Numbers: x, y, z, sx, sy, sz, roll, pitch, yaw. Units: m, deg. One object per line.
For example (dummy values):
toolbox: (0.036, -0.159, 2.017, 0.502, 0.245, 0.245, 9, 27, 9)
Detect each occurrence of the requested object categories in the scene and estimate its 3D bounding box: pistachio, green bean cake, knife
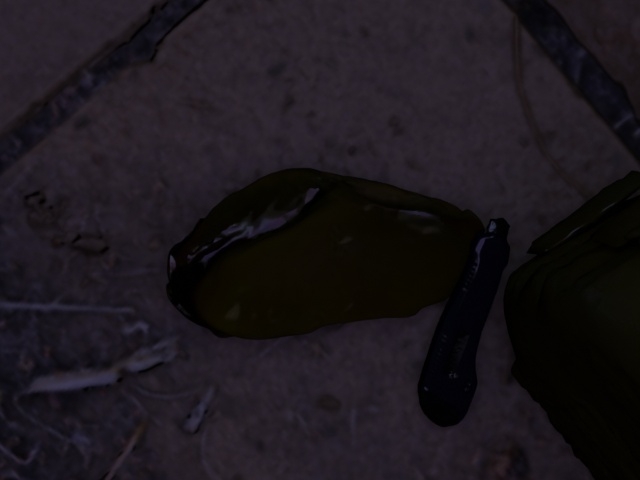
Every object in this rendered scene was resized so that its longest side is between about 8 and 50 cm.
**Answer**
pistachio: (0.000, 0.000, 0.864, 0.173, 0.049, 0.089, -8, 115, -9)
green bean cake: (0.247, 0.092, 0.751, 0.202, 0.285, 0.310, -34, 93, -3)
knife: (0.080, 0.045, 0.864, 0.031, 0.018, 0.121, 15, 110, -10)
